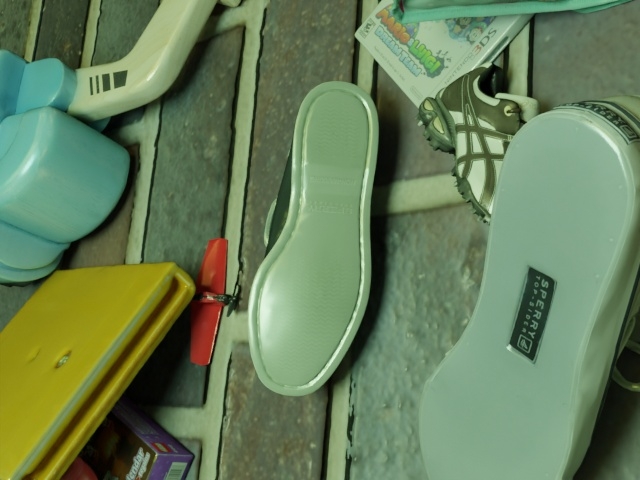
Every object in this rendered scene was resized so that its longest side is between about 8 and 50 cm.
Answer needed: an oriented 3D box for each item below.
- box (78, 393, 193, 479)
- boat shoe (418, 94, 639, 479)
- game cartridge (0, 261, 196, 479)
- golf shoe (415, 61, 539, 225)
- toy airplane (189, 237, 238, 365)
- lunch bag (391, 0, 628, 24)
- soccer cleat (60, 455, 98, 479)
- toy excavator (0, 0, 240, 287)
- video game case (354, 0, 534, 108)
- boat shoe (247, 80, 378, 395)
[{"bbox_3d":[-0.278,0.333,1.020,0.200,0.057,0.293,26,95,43],"label":"box"},{"bbox_3d":[0.182,0.058,0.647,0.135,0.156,0.367,33,129,38],"label":"boat shoe"},{"bbox_3d":[-0.316,0.148,1.008,0.323,0.053,0.285,-6,43,51],"label":"game cartridge"},{"bbox_3d":[0.157,-0.076,0.743,0.094,0.077,0.198,-43,54,24],"label":"golf shoe"},{"bbox_3d":[-0.151,0.066,1.007,0.151,0.028,0.151,-15,66,38],"label":"toy airplane"},{"bbox_3d":[0.185,-0.313,0.730,0.262,0.160,0.224,-3,72,7],"label":"lunch bag"},{"bbox_3d":[-0.319,0.275,0.986,0.248,0.083,0.095,-6,117,51],"label":"soccer cleat"},{"bbox_3d":[-0.315,-0.161,1.128,0.444,0.222,0.433,-4,69,29],"label":"toy excavator"},{"bbox_3d":[0.118,-0.216,0.858,0.143,0.019,0.157,-49,50,20],"label":"video game case"},{"bbox_3d":[0.000,0.000,0.855,0.114,0.091,0.303,15,85,-1],"label":"boat shoe"}]
